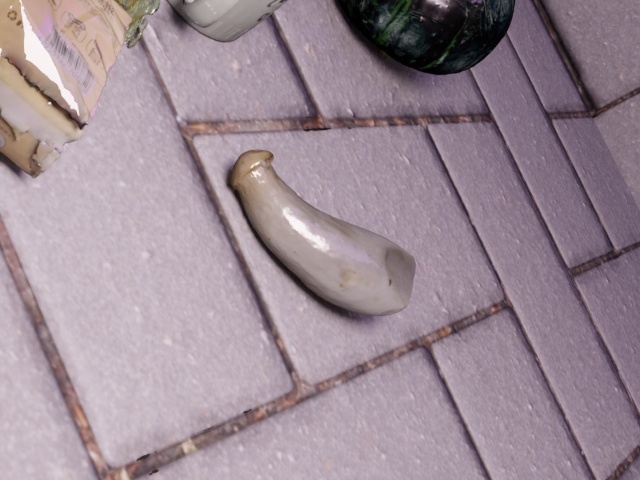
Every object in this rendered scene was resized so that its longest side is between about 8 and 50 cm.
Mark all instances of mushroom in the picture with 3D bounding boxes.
[{"bbox_3d":[0.000,0.000,1.324,0.270,0.103,0.118,38,37,-26],"label":"mushroom"}]

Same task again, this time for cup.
[{"bbox_3d":[-0.083,-0.361,1.371,0.186,0.234,0.258,45,35,-26],"label":"cup"}]

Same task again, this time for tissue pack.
[{"bbox_3d":[-0.301,-0.215,1.010,0.257,0.123,0.215,44,31,-29],"label":"tissue pack"}]

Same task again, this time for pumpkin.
[{"bbox_3d":[0.158,-0.397,1.789,0.315,0.238,0.315,28,33,-20],"label":"pumpkin"}]

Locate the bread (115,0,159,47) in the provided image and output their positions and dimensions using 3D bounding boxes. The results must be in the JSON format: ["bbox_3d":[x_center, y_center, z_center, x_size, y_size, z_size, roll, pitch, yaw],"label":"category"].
[{"bbox_3d":[-0.232,-0.295,1.224,0.110,0.156,0.103,24,27,0],"label":"bread"}]
